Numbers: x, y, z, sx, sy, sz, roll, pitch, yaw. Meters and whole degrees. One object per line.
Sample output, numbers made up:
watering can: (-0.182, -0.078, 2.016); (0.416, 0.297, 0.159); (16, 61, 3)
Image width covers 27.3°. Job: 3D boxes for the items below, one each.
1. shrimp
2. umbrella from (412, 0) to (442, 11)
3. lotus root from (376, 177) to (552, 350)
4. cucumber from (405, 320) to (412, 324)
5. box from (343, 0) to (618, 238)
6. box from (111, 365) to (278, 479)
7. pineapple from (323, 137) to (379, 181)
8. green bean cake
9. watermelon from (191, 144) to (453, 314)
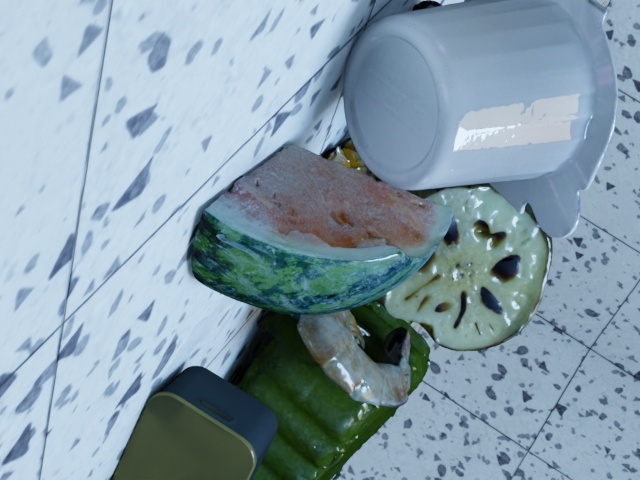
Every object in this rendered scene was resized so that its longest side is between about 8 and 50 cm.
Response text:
shrimp: (0.052, 0.097, 1.782); (0.085, 0.247, 0.360); (-33, -166, 22)
umbrella: (0.117, -0.207, 1.597); (0.071, 0.080, 0.224); (-18, 155, -12)
lotus root: (0.161, -0.021, 1.712); (0.250, 0.250, 0.346); (-59, -161, 13)
cucumber: (0.088, 0.113, 2.281); (0.191, 0.130, 0.191); (-53, 165, -21)
box: (0.153, -0.131, 1.396); (0.206, 0.291, 0.262); (-10, -178, -34)
box: (-0.147, 0.255, 1.543); (0.201, 0.144, 0.090); (-64, 172, 32)
pineapple: (0.006, -0.022, 1.605); (0.225, 0.076, 0.225); (-56, 171, -14)
green bean cake: (-0.027, 0.238, 1.921); (0.319, 0.218, 0.335); (-53, 166, 26)
watermelon: (0.000, 0.000, 1.361); (0.256, 0.260, 0.176); (167, -56, -80)
